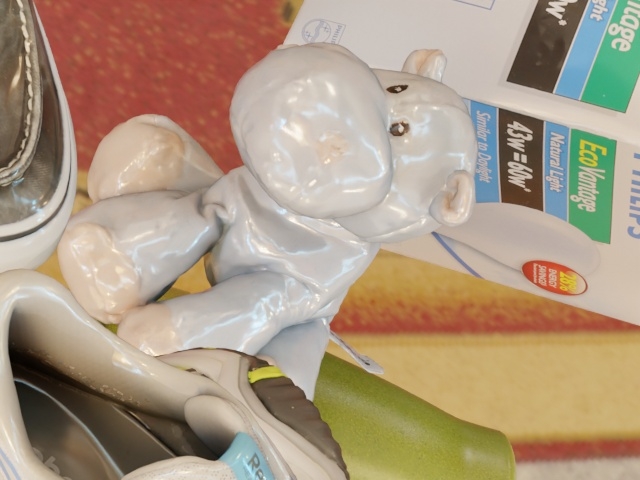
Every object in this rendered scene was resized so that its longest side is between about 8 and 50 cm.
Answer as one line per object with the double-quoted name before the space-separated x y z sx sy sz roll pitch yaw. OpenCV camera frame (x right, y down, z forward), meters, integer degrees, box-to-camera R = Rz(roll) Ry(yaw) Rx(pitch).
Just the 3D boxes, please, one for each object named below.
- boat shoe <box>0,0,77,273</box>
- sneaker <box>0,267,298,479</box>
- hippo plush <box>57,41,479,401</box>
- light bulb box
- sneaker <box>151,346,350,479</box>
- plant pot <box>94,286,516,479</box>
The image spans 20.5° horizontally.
"boat shoe" -0.185 -0.145 0.739 0.121 0.119 0.335 -15 71 -31
"sneaker" -0.021 0.079 0.399 0.190 0.083 0.071 39 51 1
"hippo plush" 0.000 0.000 1.167 0.294 0.234 0.236 21 139 -34
"light bulb box" 0.189 -0.127 1.660 0.358 0.361 0.225 74 35 -61
"sneaker" -0.054 0.148 0.719 0.147 0.384 0.145 -11 109 -25
"plant pot" -0.040 0.234 1.418 0.352 0.366 0.367 14 102 -4
